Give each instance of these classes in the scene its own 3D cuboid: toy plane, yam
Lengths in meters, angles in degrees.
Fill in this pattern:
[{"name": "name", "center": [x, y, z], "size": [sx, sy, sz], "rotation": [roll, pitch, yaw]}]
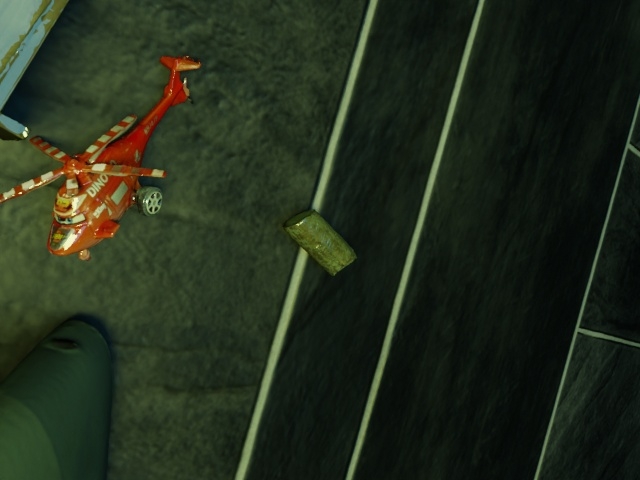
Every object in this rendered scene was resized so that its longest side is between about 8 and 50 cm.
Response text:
[{"name": "toy plane", "center": [-0.169, -0.073, 0.436], "size": [0.077, 0.126, 0.194], "rotation": [78, 13, -55]}, {"name": "yam", "center": [0.000, 0.000, 0.583], "size": [0.094, 0.043, 0.043], "rotation": [46, 72, -31]}]

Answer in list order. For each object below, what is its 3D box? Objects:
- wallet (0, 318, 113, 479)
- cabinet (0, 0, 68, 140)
[{"name": "wallet", "center": [-0.188, 0.216, 0.301], "size": [0.083, 0.360, 0.252], "rotation": [4, 100, -9]}, {"name": "cabinet", "center": [-0.241, -0.189, 0.307], "size": [0.215, 0.148, 0.175], "rotation": [34, 79, -36]}]
